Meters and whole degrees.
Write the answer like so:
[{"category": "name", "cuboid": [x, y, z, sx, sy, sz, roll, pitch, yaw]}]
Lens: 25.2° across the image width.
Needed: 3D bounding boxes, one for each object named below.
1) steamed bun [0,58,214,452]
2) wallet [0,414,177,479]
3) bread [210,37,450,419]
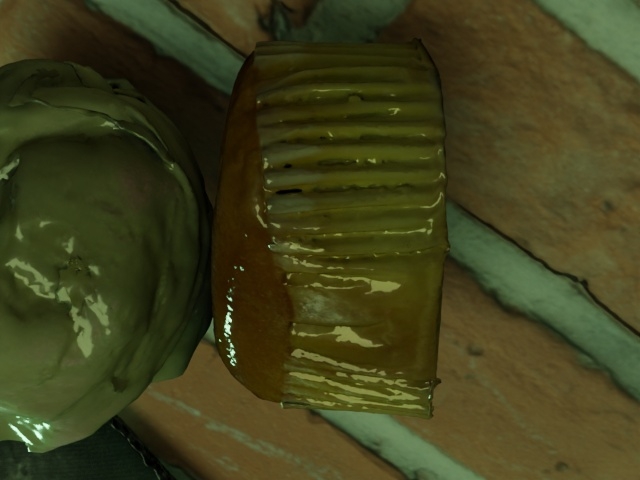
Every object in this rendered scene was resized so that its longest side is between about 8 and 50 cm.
[{"category": "steamed bun", "cuboid": [-0.177, 0.022, 1.060, 0.207, 0.267, 0.280, 15, 151, -13]}, {"category": "wallet", "cuboid": [-0.254, 0.263, 1.338, 0.237, 0.075, 0.342, -40, 105, 1]}, {"category": "bread", "cuboid": [0.000, 0.000, 1.000, 0.156, 0.204, 0.288, -2, 138, -2]}]
